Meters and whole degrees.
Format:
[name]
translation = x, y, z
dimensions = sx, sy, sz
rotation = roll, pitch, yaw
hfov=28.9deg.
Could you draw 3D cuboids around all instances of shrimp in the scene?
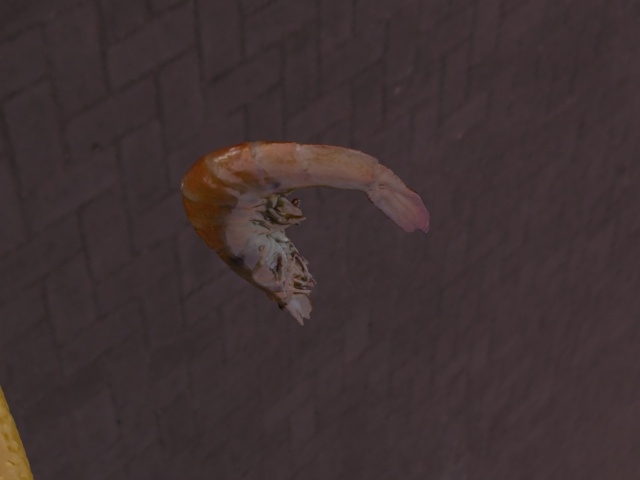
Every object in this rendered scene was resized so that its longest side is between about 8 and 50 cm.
[shrimp]
translation = 0.000, 0.000, 0.444
dimensions = 0.114, 0.083, 0.023
rotation = 64, 25, -54

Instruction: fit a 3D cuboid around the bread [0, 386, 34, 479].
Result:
[bread]
translation = -0.359, 0.172, 0.805
dimensions = 0.324, 0.333, 0.143
rotation = -17, 164, -24
